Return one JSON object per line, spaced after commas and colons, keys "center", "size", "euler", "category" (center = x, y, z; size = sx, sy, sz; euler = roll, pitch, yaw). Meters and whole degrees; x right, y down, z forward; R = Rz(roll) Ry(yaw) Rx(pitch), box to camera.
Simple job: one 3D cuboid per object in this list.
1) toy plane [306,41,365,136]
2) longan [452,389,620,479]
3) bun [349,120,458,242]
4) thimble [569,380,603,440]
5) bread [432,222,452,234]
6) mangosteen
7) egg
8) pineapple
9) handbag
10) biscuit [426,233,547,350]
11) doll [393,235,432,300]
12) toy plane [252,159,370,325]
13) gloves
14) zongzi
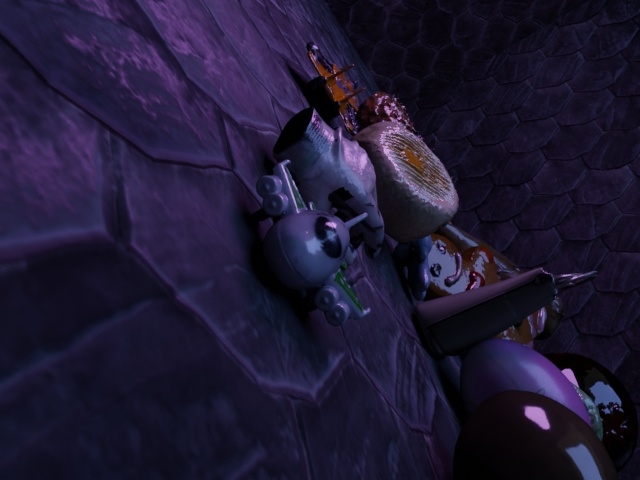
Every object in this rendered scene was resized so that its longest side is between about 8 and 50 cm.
{"center": [0.038, -0.329, 1.198], "size": [0.204, 0.103, 0.316], "euler": [61, 9, -10], "category": "toy plane"}
{"center": [0.256, 0.293, 0.651], "size": [0.196, 0.196, 0.220], "euler": [14, 59, -69], "category": "longan"}
{"center": [0.146, -0.101, 1.028], "size": [0.243, 0.153, 0.244], "euler": [25, 46, -29], "category": "bun"}
{"center": [0.463, 0.381, 1.128], "size": [0.150, 0.219, 0.219], "euler": [39, 27, -57], "category": "thimble"}
{"center": [0.397, -0.018, 1.781], "size": [0.147, 0.098, 0.217], "euler": [65, 14, 16], "category": "bread"}
{"center": [0.588, 0.425, 1.336], "size": [0.307, 0.307, 0.347], "euler": [61, -15, -4], "category": "mangosteen"}
{"center": [0.350, 0.293, 0.943], "size": [0.271, 0.196, 0.196], "euler": [53, 18, -25], "category": "egg"}
{"center": [0.227, -0.253, 1.451], "size": [0.310, 0.170, 0.141], "euler": [49, -27, 4], "category": "pineapple"}
{"center": [0.337, 0.105, 0.992], "size": [0.109, 0.315, 0.241], "euler": [65, 15, 19], "category": "handbag"}
{"center": [0.369, 0.137, 1.239], "size": [0.432, 0.064, 0.283], "euler": [41, 52, -17], "category": "biscuit"}
{"center": [0.180, 0.041, 1.081], "size": [0.075, 0.120, 0.180], "euler": [16, 40, 0], "category": "doll"}
{"center": [-0.003, 0.001, 0.534], "size": [0.174, 0.080, 0.174], "euler": [52, 21, -29], "category": "toy plane"}
{"center": [0.027, -0.057, 0.687], "size": [0.212, 0.111, 0.127], "euler": [44, 17, -28], "category": "gloves"}
{"center": [0.495, 0.105, 1.529], "size": [0.356, 0.174, 0.393], "euler": [31, -16, 44], "category": "zongzi"}
